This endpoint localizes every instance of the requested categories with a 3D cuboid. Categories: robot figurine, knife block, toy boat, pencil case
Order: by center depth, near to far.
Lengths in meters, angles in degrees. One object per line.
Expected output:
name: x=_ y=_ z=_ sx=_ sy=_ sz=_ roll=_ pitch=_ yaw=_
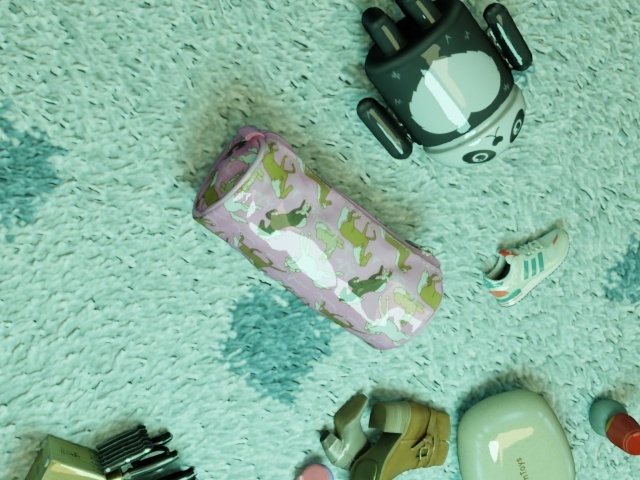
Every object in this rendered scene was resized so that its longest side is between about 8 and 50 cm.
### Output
robot figurine: x=0.174 y=-0.231 z=1.460 sx=0.278 sy=0.209 sz=0.173 roll=51 pitch=46 yaw=-23
pencil case: x=0.000 y=0.000 z=1.481 sx=0.386 sy=0.160 sz=0.167 roll=36 pitch=59 yaw=-22
knife block: x=-0.323 y=0.400 z=1.524 sx=0.242 sy=0.088 sz=0.275 roll=27 pitch=95 yaw=-22
toy boat: x=0.386 y=0.354 z=1.725 sx=0.318 sy=0.148 sz=0.267 roll=-16 pitch=104 yaw=-5

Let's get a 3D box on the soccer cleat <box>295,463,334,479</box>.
soccer cleat: x=-0.008 y=0.476 z=1.663 sx=0.095 sy=0.083 sz=0.247 roll=-1 pitch=102 yaw=-48

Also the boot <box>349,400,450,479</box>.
boot: x=0.136 y=0.358 z=1.655 sx=0.152 sy=0.073 sz=0.197 roll=15 pitch=93 yaw=-36

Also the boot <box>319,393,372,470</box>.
boot: x=0.055 y=0.314 z=1.652 sx=0.118 sy=0.042 sz=0.087 roll=-45 pitch=119 yaw=-1

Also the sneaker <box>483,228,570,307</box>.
sneaker: x=0.330 y=0.031 z=1.648 sx=0.161 sy=0.057 sz=0.075 roll=-44 pitch=119 yaw=1
